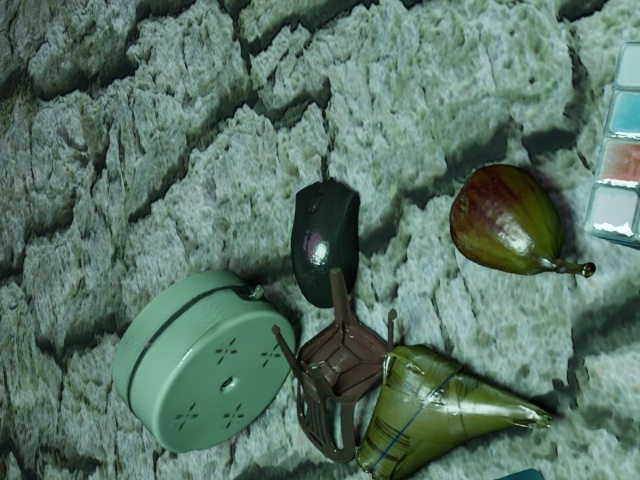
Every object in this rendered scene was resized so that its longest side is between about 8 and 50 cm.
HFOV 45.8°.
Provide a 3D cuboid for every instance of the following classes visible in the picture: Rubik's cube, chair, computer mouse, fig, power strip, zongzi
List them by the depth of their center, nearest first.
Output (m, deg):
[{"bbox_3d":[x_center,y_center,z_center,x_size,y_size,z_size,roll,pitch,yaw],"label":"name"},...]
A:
[{"bbox_3d":[0.519,-0.095,0.964,0.259,0.256,0.253,12,92,38],"label":"Rubik's cube"},{"bbox_3d":[0.321,-0.008,1.176,0.274,0.146,0.170,45,113,49],"label":"fig"},{"bbox_3d":[0.212,0.333,1.252,0.289,0.123,0.260,27,106,34],"label":"zongzi"},{"bbox_3d":[0.037,0.245,1.407,0.176,0.183,0.326,37,152,35],"label":"chair"},{"bbox_3d":[-0.215,0.225,1.471,0.161,0.357,0.357,38,108,34],"label":"power strip"},{"bbox_3d":[0.000,0.000,1.489,0.147,0.088,0.264,-3,80,36],"label":"computer mouse"}]

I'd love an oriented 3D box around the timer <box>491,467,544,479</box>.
[{"bbox_3d":[0.300,0.472,1.090,0.091,0.232,0.250,-38,63,26],"label":"timer"}]
